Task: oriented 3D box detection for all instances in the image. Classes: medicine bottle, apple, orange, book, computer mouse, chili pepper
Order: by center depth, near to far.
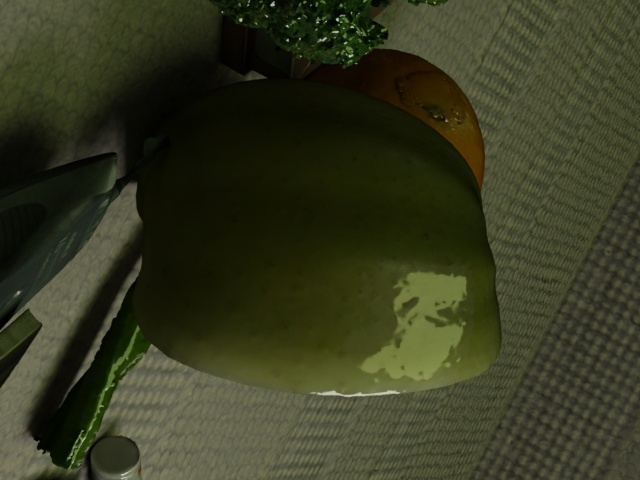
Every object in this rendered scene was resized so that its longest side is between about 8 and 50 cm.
[{"bbox_3d":[-0.266,-0.004,1.709,0.379,0.090,0.167,-44,175,-37],"label":"computer mouse"},{"bbox_3d":[-0.340,0.162,1.741,0.160,0.024,0.228,-43,176,-41],"label":"book"},{"bbox_3d":[0.000,0.000,1.895,0.311,0.360,0.320,140,-45,-77],"label":"apple"},{"bbox_3d":[-0.176,0.080,2.019,0.076,0.085,0.359,36,92,-26],"label":"chili pepper"},{"bbox_3d":[0.066,-0.092,2.181,0.246,0.246,0.246,-48,156,-30],"label":"orange"},{"bbox_3d":[-0.230,0.267,2.201,0.057,0.057,0.089,-46,154,-35],"label":"medicine bottle"}]

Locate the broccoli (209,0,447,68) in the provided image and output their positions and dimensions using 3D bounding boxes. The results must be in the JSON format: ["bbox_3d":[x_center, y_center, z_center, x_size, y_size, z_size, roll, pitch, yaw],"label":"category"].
[{"bbox_3d":[0.004,-0.327,1.641,0.321,0.310,0.413,-46,136,-8],"label":"broccoli"}]

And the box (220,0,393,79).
[{"bbox_3d":[-0.002,-0.291,1.976,0.215,0.086,0.215,-42,152,-40],"label":"box"}]
